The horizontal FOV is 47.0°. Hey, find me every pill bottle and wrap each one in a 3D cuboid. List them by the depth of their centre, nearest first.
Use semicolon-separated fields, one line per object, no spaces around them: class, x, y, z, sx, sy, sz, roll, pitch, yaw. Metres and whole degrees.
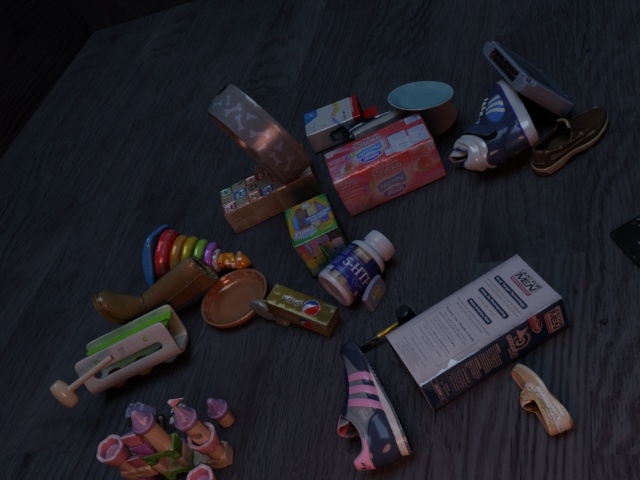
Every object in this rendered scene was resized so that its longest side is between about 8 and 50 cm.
pill bottle;0.096;0.065;1.860;0.186;0.112;0.112;-44;42;-15

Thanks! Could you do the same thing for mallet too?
mallet;0.138;0.215;1.715;0.189;0.062;0.039;-29;38;2

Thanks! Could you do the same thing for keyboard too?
keyboard;0.726;0.012;1.606;0.108;0.023;0.180;-32;40;8

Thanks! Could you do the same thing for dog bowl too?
dog bowl;-0.181;-0.300;2.109;0.102;0.349;0.349;-47;41;-2

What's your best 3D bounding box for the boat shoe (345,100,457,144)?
boat shoe;0.229;-0.354;2.219;0.340;0.127;0.158;-19;23;-3

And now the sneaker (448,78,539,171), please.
sneaker;0.449;-0.310;2.029;0.236;0.130;0.323;-26;33;15

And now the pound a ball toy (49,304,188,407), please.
pound a ball toy;-0.514;0.323;1.921;0.319;0.136;0.208;-27;17;7

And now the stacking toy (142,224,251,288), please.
stacking toy;-0.344;0.053;2.125;0.302;0.175;0.166;2;18;13

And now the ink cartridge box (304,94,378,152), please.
ink cartridge box;0.069;-0.386;2.375;0.231;0.078;0.134;-20;41;11

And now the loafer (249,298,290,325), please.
loafer;-0.125;0.182;1.914;0.125;0.045;0.039;24;44;20

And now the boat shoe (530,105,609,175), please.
boat shoe;0.646;-0.276;1.897;0.257;0.095;0.095;-42;41;-14

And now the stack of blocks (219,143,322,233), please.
stack of blocks;-0.157;-0.161;2.269;0.297;0.087;0.171;-26;40;6

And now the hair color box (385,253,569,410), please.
hair color box;0.336;0.195;1.583;0.347;0.105;0.174;-32;40;-1

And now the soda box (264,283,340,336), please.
soda box;-0.046;0.174;1.837;0.181;0.058;0.061;19;59;24

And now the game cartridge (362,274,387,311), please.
game cartridge;0.134;0.128;1.815;0.017;0.056;0.083;3;50;43

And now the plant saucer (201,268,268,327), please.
plant saucer;-0.231;0.163;2.014;0.200;0.037;0.200;-16;41;15

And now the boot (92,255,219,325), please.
boot;-0.450;0.129;2.007;0.269;0.236;0.089;-36;56;11

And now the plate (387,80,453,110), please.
plate;0.288;-0.410;2.115;0.188;0.024;0.188;-8;34;5

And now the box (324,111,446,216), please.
box;0.182;-0.213;2.075;0.300;0.142;0.154;-24;40;8

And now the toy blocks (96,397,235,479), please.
toy blocks;-0.363;0.437;1.632;0.288;0.260;0.309;-18;41;14

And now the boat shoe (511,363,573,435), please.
boat shoe;0.421;0.311;1.443;0.059;0.063;0.170;-29;40;-7

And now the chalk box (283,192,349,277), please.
chalk box;0.000;0.000;1.971;0.132;0.132;0.213;-24;39;6

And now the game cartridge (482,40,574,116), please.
game cartridge;0.581;-0.449;2.047;0.062;0.198;0.297;-52;28;24

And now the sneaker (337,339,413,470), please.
sneaker;0.079;0.346;1.575;0.131;0.112;0.319;-27;38;-1
